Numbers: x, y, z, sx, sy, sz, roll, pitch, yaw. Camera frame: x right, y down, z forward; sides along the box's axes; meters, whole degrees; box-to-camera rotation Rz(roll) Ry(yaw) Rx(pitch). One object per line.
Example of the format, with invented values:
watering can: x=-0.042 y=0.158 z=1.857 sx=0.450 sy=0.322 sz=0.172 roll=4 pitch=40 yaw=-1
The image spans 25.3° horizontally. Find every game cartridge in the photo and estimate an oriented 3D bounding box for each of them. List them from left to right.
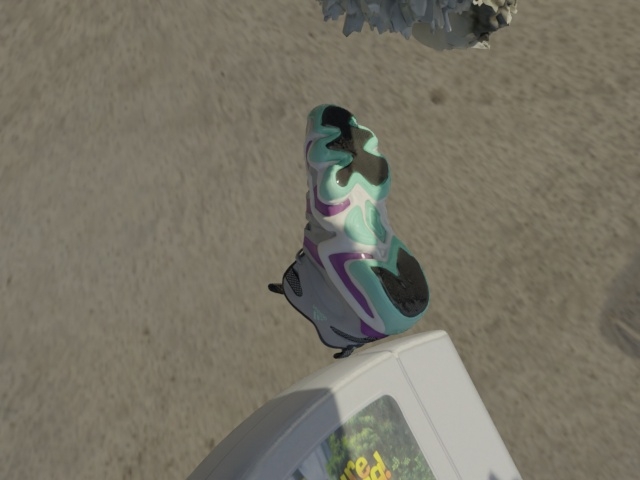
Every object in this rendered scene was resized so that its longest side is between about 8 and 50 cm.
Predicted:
game cartridge: x=0.014 y=0.172 z=0.678 sx=0.060 sy=0.294 sz=0.196 roll=-23 pitch=101 yaw=40

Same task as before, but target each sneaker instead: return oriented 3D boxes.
sneaker: x=0.000 y=0.000 z=0.573 sx=0.038 sy=0.069 sz=0.098 roll=2 pitch=64 yaw=-41

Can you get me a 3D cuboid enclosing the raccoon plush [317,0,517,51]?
raccoon plush: x=0.112 y=-0.151 z=0.463 sx=0.447 sy=0.299 sz=0.216 roll=14 pitch=91 yaw=29
